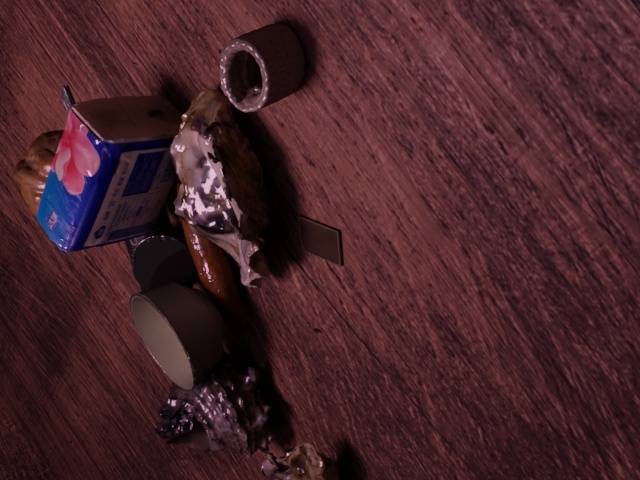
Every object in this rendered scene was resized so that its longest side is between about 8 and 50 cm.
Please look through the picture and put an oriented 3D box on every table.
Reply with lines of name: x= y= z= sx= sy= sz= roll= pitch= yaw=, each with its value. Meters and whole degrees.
table: x=-0.297 y=0.045 z=1.634 sx=0.134 sy=0.043 sz=0.133 roll=3 pitch=111 yaw=9

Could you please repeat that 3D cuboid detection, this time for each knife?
knife: x=-0.502 y=-0.224 z=1.778 sx=0.028 sy=0.015 sz=0.210 roll=1 pitch=116 yaw=53

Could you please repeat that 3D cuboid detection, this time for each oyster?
oyster: x=-0.156 y=-0.075 z=1.396 sx=0.238 sy=0.115 sz=0.351 roll=13 pitch=119 yaw=55
oyster: x=-0.025 y=0.477 z=1.622 sx=0.271 sy=0.100 sz=0.275 roll=-6 pitch=122 yaw=54

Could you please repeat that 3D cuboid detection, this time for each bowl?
bowl: x=-0.254 y=0.163 z=1.575 sx=0.211 sy=0.112 sz=0.211 roll=37 pitch=145 yaw=31

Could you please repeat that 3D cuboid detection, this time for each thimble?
thimble: x=-0.082 y=-0.246 z=1.203 sx=0.102 sy=0.090 sz=0.115 roll=55 pitch=142 yaw=2

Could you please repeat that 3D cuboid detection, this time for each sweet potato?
sweet potato: x=-0.211 y=0.018 z=1.559 sx=0.072 sy=0.066 sz=0.314 roll=-16 pitch=100 yaw=36

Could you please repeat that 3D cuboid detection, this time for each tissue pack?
tissue pack: x=-0.366 y=-0.121 z=1.490 sx=0.137 sy=0.209 sz=0.269 roll=50 pitch=131 yaw=24

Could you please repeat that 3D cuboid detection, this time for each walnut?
walnut: x=-0.510 y=-0.125 z=1.692 sx=0.245 sy=0.198 sz=0.198 roll=31 pitch=136 yaw=50

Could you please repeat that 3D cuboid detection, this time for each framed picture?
framed picture: x=0.000 y=0.000 z=1.341 sx=0.089 sy=0.007 sz=0.066 roll=22 pitch=129 yaw=40

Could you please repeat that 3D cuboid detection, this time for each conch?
conch: x=-0.199 y=0.345 z=1.699 sx=0.313 sy=0.186 sz=0.240 roll=-34 pitch=100 yaw=37

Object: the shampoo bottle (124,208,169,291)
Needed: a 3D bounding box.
shampoo bottle: x=-0.340 y=0.015 z=1.705 sx=0.098 sy=0.071 sz=0.309 roll=4 pitch=114 yaw=45
